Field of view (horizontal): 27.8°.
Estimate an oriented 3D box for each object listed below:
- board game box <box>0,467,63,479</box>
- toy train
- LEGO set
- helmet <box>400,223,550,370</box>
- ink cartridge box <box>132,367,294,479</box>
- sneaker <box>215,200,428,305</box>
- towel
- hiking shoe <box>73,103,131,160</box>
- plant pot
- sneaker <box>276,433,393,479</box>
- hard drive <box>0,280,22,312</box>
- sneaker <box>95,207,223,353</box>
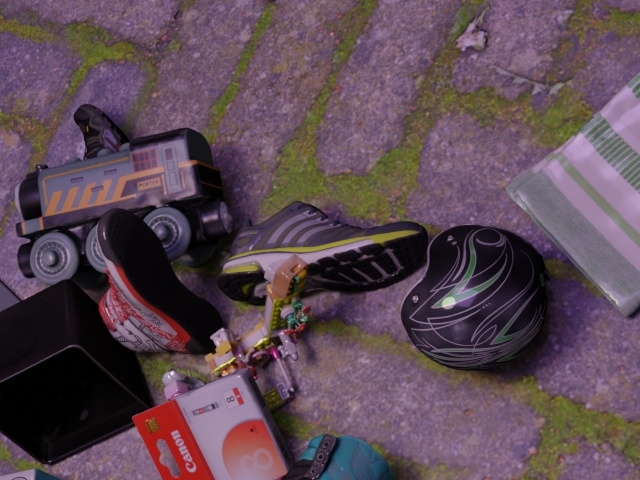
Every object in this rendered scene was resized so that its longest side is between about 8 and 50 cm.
[{"bbox_3d":[-0.474,0.499,1.740,0.253,0.079,0.336,-16,59,20],"label":"board game box"},{"bbox_3d":[-0.287,-0.042,1.852,0.333,0.142,0.190,-12,81,17],"label":"toy train"},{"bbox_3d":[-0.072,0.144,1.679,0.287,0.132,0.107,-44,56,29],"label":"LEGO set"},{"bbox_3d":[0.187,0.078,1.560,0.169,0.169,0.162,1,50,28],"label":"helmet"},{"bbox_3d":[-0.143,0.261,1.663,0.179,0.045,0.145,-24,95,12],"label":"ink cartridge box"},{"bbox_3d":[0.000,0.000,1.733,0.299,0.111,0.121,-8,58,22],"label":"sneaker"},{"bbox_3d":[0.421,-0.095,1.603,0.325,0.038,0.248,-41,55,3],"label":"towel"},{"bbox_3d":[-0.339,-0.118,1.978,0.114,0.086,0.227,-40,55,0],"label":"hiking shoe"},{"bbox_3d":[-0.365,0.170,1.798,0.188,0.187,0.167,-27,43,13],"label":"plant pot"},{"bbox_3d":[0.013,0.317,1.502,0.178,0.124,0.295,-43,13,-9],"label":"sneaker"},{"bbox_3d":[-0.509,0.112,1.988,0.135,0.022,0.094,36,85,35],"label":"hard drive"},{"bbox_3d":[-0.258,0.065,1.735,0.145,0.270,0.090,-5,49,33],"label":"sneaker"}]
